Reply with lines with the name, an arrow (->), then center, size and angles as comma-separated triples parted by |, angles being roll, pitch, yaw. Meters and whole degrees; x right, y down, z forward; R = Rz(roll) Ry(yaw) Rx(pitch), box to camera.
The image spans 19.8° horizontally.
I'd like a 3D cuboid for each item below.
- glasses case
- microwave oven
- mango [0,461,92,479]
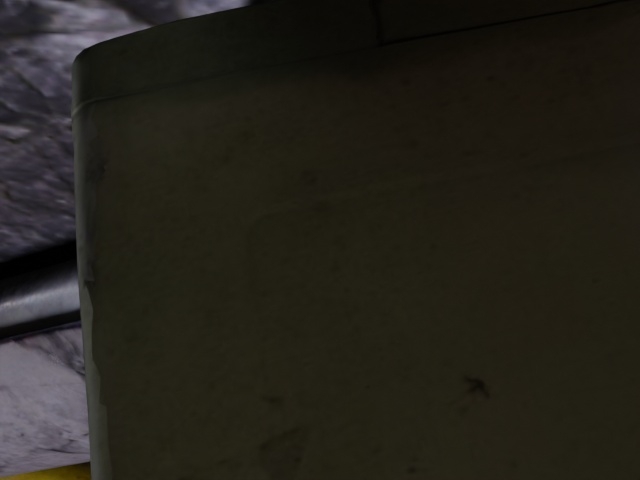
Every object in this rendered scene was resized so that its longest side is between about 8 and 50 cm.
glasses case -> -0.158, 0.069, 0.824 | 0.299, 0.060, 0.114 | -15, 140, 39
microwave oven -> 0.166, 0.089, 0.426 | 0.394, 0.333, 0.247 | -10, 148, 4
mango -> -0.145, 0.150, 0.952 | 0.130, 0.092, 0.195 | 35, 150, -29
